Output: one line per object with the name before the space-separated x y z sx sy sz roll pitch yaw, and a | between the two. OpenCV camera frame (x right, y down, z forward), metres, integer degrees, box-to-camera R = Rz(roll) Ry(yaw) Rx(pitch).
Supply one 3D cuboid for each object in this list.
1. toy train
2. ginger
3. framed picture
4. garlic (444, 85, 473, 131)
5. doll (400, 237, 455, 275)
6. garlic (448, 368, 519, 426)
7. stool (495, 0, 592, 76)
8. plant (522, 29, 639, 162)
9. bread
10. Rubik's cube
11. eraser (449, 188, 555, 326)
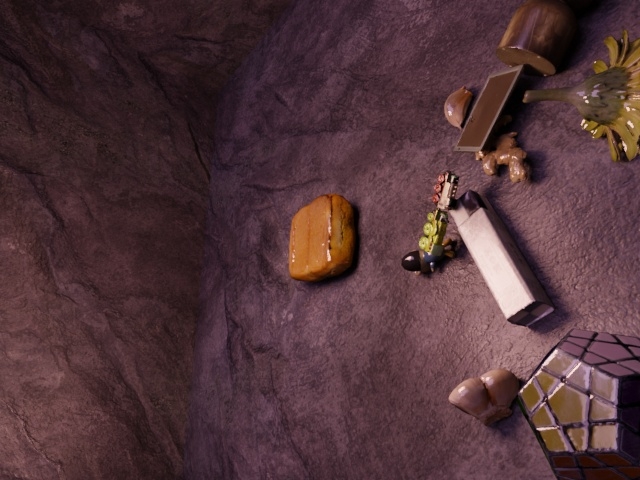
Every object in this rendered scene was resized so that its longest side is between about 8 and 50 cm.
toy train | 0.357 -0.083 1.432 0.085 0.053 0.250 31 111 57
ginger | 0.530 -0.246 1.414 0.149 0.065 0.259 -47 36 40
framed picture | 0.513 -0.397 1.491 0.216 0.016 0.273 -119 53 -76
garlic | 0.452 -0.444 1.617 0.084 0.066 0.152 20 88 54
doll | 0.336 0.055 1.526 0.179 0.089 0.102 -17 58 22
garlic | 0.416 0.386 1.221 0.174 0.124 0.099 -33 26 6
stool | 0.634 -0.621 1.354 0.179 0.179 0.264 38 105 54
plant | 0.656 -0.351 1.088 0.261 0.297 0.306 -56 6 26
bread | 0.007 0.002 1.951 0.328 0.148 0.337 -29 53 49
Rubik's cube | 0.541 0.330 0.934 0.264 0.319 0.319 40 109 25
eraser | 0.480 0.035 1.318 0.098 0.096 0.404 -47 41 32
